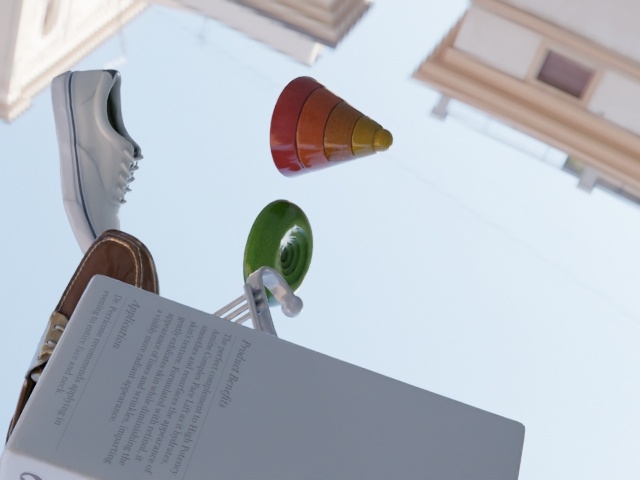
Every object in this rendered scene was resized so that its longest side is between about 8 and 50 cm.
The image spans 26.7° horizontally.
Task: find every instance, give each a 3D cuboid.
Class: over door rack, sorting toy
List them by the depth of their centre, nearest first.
[{"bbox_3d":[-0.094,0.203,0.986,0.108,0.240,0.324,40,-154,-36],"label":"over door rack"},{"bbox_3d":[0.000,0.000,1.521,0.126,0.365,0.127,11,179,28],"label":"sorting toy"}]

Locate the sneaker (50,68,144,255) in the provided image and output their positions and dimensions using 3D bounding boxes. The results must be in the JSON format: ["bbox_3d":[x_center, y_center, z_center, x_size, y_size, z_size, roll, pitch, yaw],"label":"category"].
[{"bbox_3d":[-0.265,-0.088,1.649,0.091,0.258,0.094,-11,180,12],"label":"sneaker"}]

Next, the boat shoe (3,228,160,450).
[{"bbox_3d":[-0.271,0.146,1.526,0.123,0.324,0.116,17,-178,7],"label":"boat shoe"}]

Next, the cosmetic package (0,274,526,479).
[{"bbox_3d":[-0.027,0.115,0.649,0.231,0.085,0.117,21,-133,-1],"label":"cosmetic package"}]
